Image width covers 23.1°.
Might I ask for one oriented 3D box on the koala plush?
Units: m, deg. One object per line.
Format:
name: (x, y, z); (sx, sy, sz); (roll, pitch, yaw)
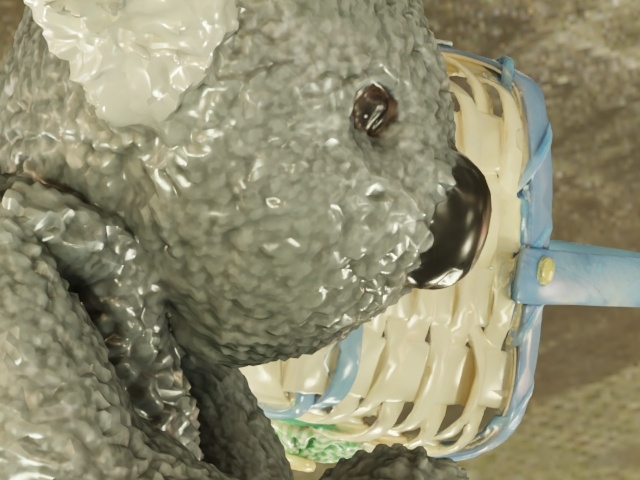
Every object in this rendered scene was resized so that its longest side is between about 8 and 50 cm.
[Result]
koala plush: (-0.040, 0.002, 0.394); (0.203, 0.221, 0.196); (18, -179, 14)

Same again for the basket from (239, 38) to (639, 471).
basket: (0.000, 0.000, 0.739); (0.254, 0.201, 0.289); (7, -174, 36)
